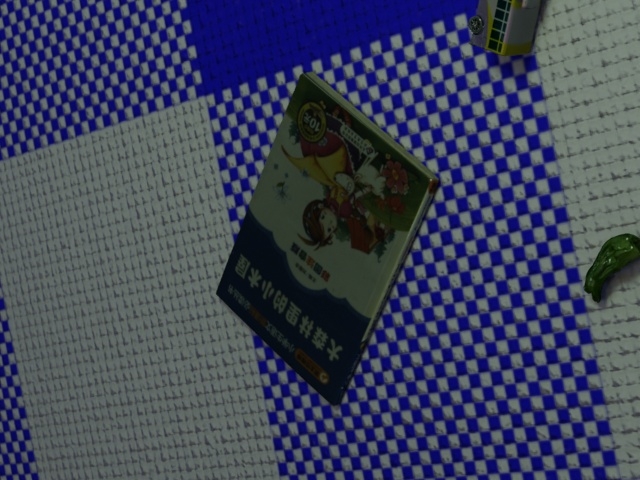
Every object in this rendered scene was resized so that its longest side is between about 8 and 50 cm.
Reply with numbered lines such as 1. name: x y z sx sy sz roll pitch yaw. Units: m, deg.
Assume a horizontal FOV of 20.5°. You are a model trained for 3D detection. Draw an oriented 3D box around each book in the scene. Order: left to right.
1. book: 0.000 0.000 2.024 0.228 0.018 0.322 42 124 32

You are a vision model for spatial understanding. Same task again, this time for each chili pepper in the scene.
1. chili pepper: 0.284 0.023 1.738 0.034 0.030 0.091 39 129 3

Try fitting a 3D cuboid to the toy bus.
1. toy bus: 0.189 -0.239 1.768 0.058 0.052 0.102 29 118 37
